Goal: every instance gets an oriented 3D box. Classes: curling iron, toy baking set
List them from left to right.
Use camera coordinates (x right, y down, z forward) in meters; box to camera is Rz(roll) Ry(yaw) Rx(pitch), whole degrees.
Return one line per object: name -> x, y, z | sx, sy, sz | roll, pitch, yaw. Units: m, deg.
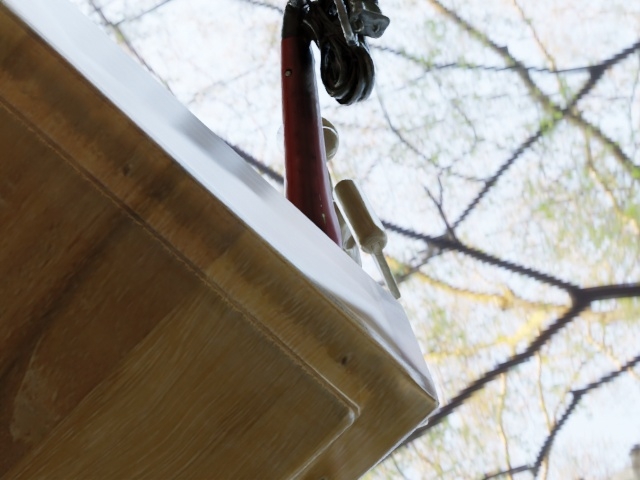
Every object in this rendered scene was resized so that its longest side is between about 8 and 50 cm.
curling iron -> 0.000, 0.000, 0.653 | 0.035, 0.068, 0.274 | 7, -102, -26
toy baking set -> 0.013, 0.013, 0.853 | 0.030, 0.256, 0.196 | -18, -79, -5

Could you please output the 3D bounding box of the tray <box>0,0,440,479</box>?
tray -> -0.187, 0.108, 0.382 | 0.411, 0.203, 0.076 | -44, -161, 9
